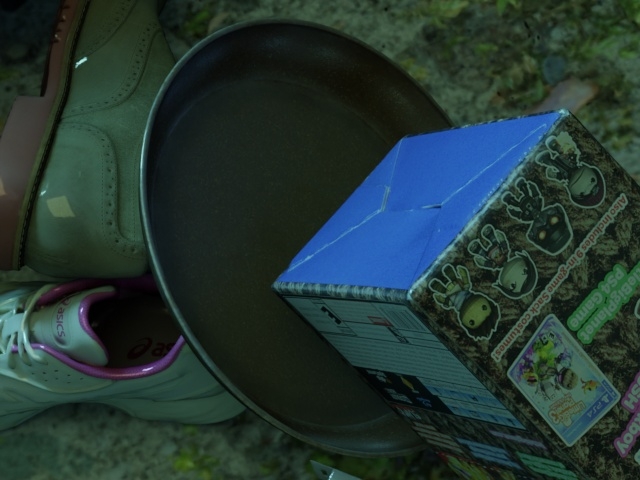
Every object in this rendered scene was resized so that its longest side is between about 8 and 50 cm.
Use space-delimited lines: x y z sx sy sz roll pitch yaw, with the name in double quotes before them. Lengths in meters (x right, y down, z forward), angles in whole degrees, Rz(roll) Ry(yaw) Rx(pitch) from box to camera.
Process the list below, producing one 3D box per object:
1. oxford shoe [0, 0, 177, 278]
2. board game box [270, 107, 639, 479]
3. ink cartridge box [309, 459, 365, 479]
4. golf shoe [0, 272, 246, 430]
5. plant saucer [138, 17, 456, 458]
"oxford shoe" -0.140 -0.095 1.266 0.130 0.123 0.348 15 48 -2
"board game box" 0.147 0.078 1.065 0.291 0.232 0.141 46 76 -15
"ink cartridge box" 0.028 0.180 1.196 0.083 0.048 0.028 20 71 14
"golf shoe" -0.192 0.065 1.218 0.306 0.140 0.115 -5 69 5
"plant saucer" 0.000 0.000 1.194 0.311 0.050 0.310 17 61 -34
